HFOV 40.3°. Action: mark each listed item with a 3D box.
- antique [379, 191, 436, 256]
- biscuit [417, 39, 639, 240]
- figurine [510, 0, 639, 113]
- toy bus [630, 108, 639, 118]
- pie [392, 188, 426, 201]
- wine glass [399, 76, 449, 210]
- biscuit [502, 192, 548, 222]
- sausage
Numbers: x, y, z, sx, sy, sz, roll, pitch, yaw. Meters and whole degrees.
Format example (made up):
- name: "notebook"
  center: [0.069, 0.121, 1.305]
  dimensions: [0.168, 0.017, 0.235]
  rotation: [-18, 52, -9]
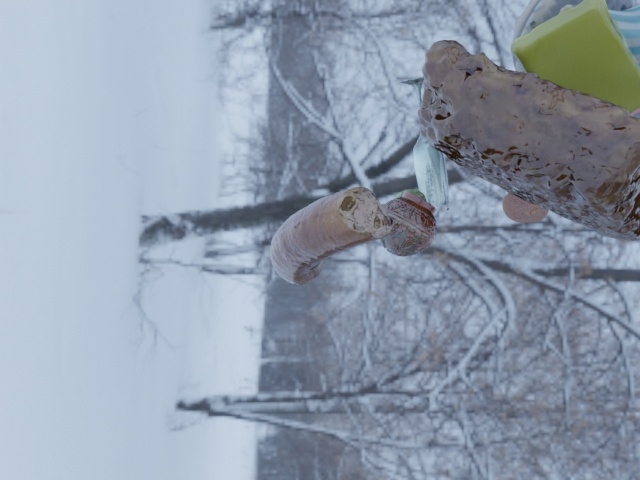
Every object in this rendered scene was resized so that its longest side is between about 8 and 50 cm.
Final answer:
- name: "antique"
  center: [0.135, -0.022, 1.387]
  dimensions: [0.104, 0.104, 0.104]
  rotation: [180, -90, -87]
- name: "biscuit"
  center: [0.365, -0.149, 1.421]
  dimensions: [0.343, 0.395, 0.166]
  rotation: [19, 100, -57]
- name: "figurine"
  center: [0.540, -0.417, 1.626]
  dimensions: [0.377, 0.361, 0.266]
  rotation: [-77, 150, -47]
- name: "toy bus"
  center: [0.781, -0.309, 1.984]
  dimensions: [0.329, 0.153, 0.143]
  rotation: [66, -15, 5]
- name: "pie"
  center: [0.168, -0.058, 1.653]
  dimensions: [0.021, 0.084, 0.084]
  rotation: [30, -57, 56]
- name: "wine glass"
  center: [0.206, -0.184, 1.680]
  dimensions: [0.074, 0.074, 0.262]
  rotation: [-110, -170, -81]
- name: "biscuit"
  center: [0.391, -0.071, 1.663]
  dimensions: [0.015, 0.091, 0.078]
  rotation: [-41, 126, -50]
- name: "sausage"
  center: [-0.005, -0.001, 1.176]
  dimensions: [0.302, 0.103, 0.076]
  rotation: [147, -47, -64]
